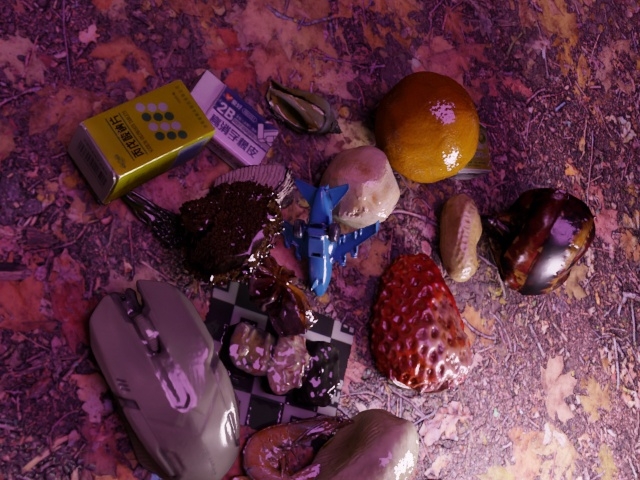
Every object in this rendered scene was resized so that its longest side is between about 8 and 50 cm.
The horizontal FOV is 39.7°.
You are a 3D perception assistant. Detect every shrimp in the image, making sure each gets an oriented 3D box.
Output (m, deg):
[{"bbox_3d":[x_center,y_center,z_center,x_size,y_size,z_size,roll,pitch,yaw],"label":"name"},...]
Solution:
[{"bbox_3d":[-0.039,0.433,1.835,0.251,0.052,0.143,-21,59,-8],"label":"shrimp"}]

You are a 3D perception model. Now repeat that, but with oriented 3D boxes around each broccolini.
[{"bbox_3d":[-0.355,-0.061,1.801,0.201,0.058,0.074,36,49,-5],"label":"broccolini"}]

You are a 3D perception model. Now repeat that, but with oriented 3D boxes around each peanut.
[{"bbox_3d":[0.353,-0.007,2.219,0.108,0.095,0.226,11,75,-28],"label":"peanut"}]

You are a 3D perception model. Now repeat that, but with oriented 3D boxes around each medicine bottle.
[{"bbox_3d":[-0.352,-0.194,1.747,0.250,0.141,0.137,-32,87,-34],"label":"medicine bottle"},{"bbox_3d":[0.360,-0.257,2.282,0.132,0.088,0.188,-2,81,-34],"label":"medicine bottle"}]

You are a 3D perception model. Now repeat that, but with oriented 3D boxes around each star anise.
[{"bbox_3d":[-0.096,0.111,1.860,0.099,0.220,0.214,-38,103,12],"label":"star anise"}]

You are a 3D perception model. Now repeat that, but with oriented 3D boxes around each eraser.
[{"bbox_3d":[-0.204,-0.253,1.917,0.210,0.068,0.124,39,64,-21],"label":"eraser"}]

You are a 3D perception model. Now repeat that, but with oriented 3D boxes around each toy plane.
[{"bbox_3d":[0.000,0.000,1.945,0.105,0.254,0.271,-38,133,-68],"label":"toy plane"}]

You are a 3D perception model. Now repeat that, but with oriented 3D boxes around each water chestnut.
[{"bbox_3d":[0.537,-0.012,2.248,0.300,0.300,0.300,8,76,-32],"label":"water chestnut"}]

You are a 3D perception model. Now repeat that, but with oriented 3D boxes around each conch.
[{"bbox_3d":[-0.034,-0.294,2.037,0.201,0.079,0.094,16,84,-12],"label":"conch"}]

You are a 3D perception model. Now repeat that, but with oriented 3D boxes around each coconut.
[{"bbox_3d":[0.088,-0.114,2.019,0.194,0.194,0.194,8,76,-32],"label":"coconut"}]

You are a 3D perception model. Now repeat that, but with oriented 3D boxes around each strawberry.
[{"bbox_3d":[0.249,0.189,2.077,0.265,0.149,0.336,2,78,-32],"label":"strawberry"}]

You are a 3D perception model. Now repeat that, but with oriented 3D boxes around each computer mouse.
[{"bbox_3d":[-0.280,0.280,1.688,0.228,0.145,0.429,-26,95,-20],"label":"computer mouse"}]

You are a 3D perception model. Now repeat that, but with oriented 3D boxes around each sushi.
[{"bbox_3d":[-0.073,0.258,1.875,0.373,0.100,0.296,25,67,-27],"label":"sushi"}]

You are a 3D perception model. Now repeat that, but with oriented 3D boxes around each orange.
[{"bbox_3d":[0.257,-0.265,2.117,0.264,0.264,0.264,8,76,-32],"label":"orange"}]

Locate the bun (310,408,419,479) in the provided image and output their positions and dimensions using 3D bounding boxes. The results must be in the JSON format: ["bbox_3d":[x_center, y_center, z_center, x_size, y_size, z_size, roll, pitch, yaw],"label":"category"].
[{"bbox_3d":[0.107,0.469,1.856,0.160,0.259,0.259,47,58,-10],"label":"bun"}]

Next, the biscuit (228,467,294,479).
[{"bbox_3d":[-0.094,0.547,1.843,0.236,0.040,0.144,-2,86,-32],"label":"biscuit"}]

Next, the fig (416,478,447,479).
[{"bbox_3d":[0.213,0.593,1.976,0.321,0.217,0.217,36,59,9],"label":"fig"}]

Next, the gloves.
[{"bbox_3d":[-0.175,-0.043,1.794,0.210,0.135,0.312,12,46,-1],"label":"gloves"}]
